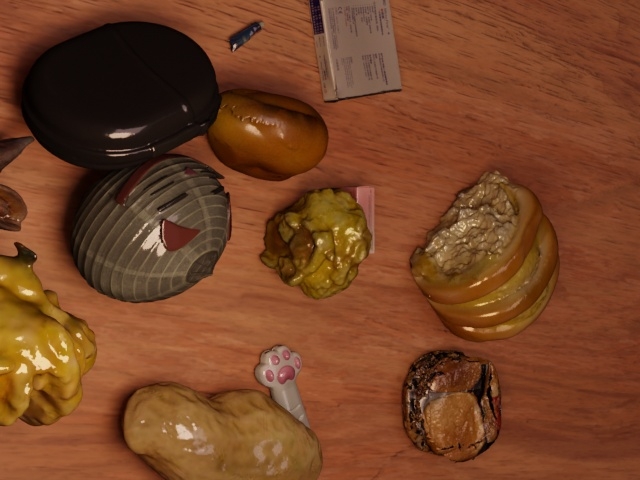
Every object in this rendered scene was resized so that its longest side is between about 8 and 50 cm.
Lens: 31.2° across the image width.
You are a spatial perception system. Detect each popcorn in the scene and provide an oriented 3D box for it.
[{"bbox_3d":[-0.459,0.135,1.596,0.297,0.316,0.281,24,97,-8],"label":"popcorn"},{"bbox_3d":[-0.003,0.000,2.002,0.156,0.198,0.197,23,77,-36],"label":"popcorn"}]

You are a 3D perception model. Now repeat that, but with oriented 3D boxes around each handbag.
[{"bbox_3d":[-0.298,-0.224,1.741,0.308,0.254,0.093,-31,151,-34],"label":"handbag"}]

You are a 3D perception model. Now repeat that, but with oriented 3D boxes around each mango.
[{"bbox_3d":[-0.088,-0.187,1.944,0.236,0.166,0.136,13,78,-38],"label":"mango"}]

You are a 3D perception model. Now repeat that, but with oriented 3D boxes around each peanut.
[{"bbox_3d":[-0.157,0.334,1.898,0.387,0.169,0.192,21,73,-35],"label":"peanut"}]

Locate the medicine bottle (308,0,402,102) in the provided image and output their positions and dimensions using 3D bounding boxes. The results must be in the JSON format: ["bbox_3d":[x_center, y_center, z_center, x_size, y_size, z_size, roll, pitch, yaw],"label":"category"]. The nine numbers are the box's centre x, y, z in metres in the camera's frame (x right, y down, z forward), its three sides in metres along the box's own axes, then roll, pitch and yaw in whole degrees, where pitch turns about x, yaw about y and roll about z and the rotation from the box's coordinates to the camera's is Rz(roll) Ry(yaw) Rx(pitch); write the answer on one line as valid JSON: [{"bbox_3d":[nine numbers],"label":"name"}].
[{"bbox_3d":[0.069,-0.364,2.127,0.171,0.052,0.201,-16,100,-36],"label":"medicine bottle"}]

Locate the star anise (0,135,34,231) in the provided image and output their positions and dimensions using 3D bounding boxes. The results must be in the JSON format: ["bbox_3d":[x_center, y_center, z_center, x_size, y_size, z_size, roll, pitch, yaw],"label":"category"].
[{"bbox_3d":[-0.551,-0.091,1.628,0.315,0.108,0.315,2,87,-36],"label":"star anise"}]

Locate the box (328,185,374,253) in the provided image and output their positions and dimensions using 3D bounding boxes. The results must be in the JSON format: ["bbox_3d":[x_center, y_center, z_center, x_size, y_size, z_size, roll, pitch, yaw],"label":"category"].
[{"bbox_3d":[0.057,-0.037,2.102,0.043,0.089,0.125,-2,91,-37],"label":"box"}]

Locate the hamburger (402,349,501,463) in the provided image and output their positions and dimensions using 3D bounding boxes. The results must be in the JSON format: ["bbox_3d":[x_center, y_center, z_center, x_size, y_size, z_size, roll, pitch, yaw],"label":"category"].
[{"bbox_3d":[0.256,0.324,2.255,0.231,0.107,0.231,-4,97,-35],"label":"hamburger"}]

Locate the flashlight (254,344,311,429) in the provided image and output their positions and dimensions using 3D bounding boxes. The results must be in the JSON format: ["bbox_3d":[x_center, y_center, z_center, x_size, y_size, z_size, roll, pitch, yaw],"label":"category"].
[{"bbox_3d":[-0.058,0.287,2.047,0.093,0.047,0.200,-21,103,-36],"label":"flashlight"}]

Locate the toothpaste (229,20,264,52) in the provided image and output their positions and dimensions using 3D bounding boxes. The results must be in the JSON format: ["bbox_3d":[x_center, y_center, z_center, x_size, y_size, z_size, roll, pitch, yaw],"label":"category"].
[{"bbox_3d":[-0.129,-0.359,1.997,0.083,0.019,0.027,-41,138,-28],"label":"toothpaste"}]

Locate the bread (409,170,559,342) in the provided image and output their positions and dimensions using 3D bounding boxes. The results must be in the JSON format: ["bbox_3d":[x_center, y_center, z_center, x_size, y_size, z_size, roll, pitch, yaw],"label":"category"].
[{"bbox_3d":[0.352,0.050,2.256,0.315,0.211,0.270,-48,118,-23],"label":"bread"}]

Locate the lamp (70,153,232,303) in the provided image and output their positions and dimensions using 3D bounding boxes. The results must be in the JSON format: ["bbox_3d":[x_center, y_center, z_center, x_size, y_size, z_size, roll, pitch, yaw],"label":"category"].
[{"bbox_3d":[-0.254,-0.018,1.772,0.265,0.233,0.233,-33,111,-48],"label":"lamp"}]
